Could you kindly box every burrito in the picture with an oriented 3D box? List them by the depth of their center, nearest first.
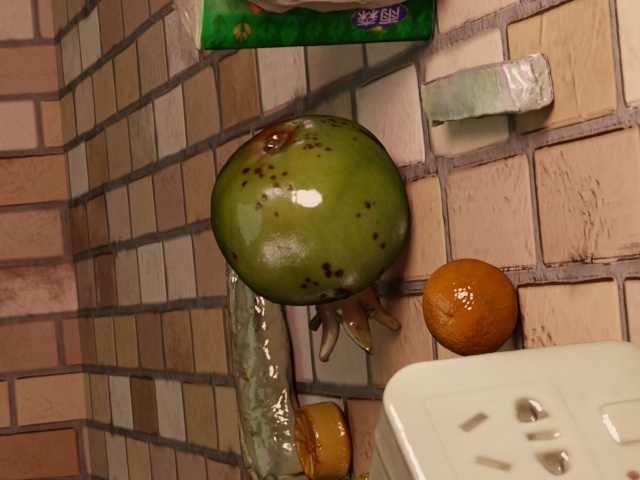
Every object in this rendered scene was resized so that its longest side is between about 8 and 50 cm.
[{"bbox_3d":[-0.063,0.135,2.204,0.096,0.066,0.309,150,114,-67],"label":"burrito"}]

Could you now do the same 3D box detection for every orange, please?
[{"bbox_3d":[0.117,0.052,1.546,0.085,0.085,0.085,175,90,-74],"label":"orange"}]

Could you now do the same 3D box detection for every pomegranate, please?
[{"bbox_3d":[0.000,0.000,1.791,0.181,0.181,0.224,-121,11,-57],"label":"pomegranate"}]

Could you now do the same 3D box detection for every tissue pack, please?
[{"bbox_3d":[-0.005,-0.234,1.641,0.156,0.209,0.148,-119,29,-54],"label":"tissue pack"}]

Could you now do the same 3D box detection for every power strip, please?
[{"bbox_3d":[0.173,0.168,1.043,0.229,0.261,0.141,-112,23,-46],"label":"power strip"}]

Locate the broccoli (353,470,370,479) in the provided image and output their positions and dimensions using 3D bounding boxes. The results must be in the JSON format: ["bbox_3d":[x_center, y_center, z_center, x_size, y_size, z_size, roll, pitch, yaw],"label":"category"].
[{"bbox_3d":[0.051,0.271,1.784,0.120,0.130,0.131,18,99,34],"label":"broccoli"}]

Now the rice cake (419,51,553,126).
[{"bbox_3d":[0.125,-0.115,1.541,0.211,0.034,0.043,-179,76,-73],"label":"rice cake"}]

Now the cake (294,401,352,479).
[{"bbox_3d":[0.004,0.204,2.029,0.084,0.044,0.084,174,90,-74],"label":"cake"}]
